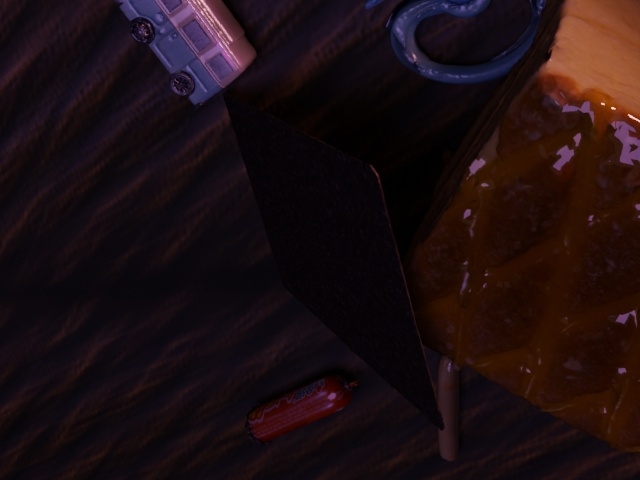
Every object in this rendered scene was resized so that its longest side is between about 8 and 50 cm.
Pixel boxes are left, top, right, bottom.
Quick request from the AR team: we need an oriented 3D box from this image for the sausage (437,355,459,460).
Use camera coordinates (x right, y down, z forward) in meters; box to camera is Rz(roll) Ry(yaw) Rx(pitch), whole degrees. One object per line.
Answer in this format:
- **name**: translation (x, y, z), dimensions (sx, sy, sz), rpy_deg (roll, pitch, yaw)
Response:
- **sausage**: translation (0.131, 0.171, 0.985), dimensions (0.024, 0.024, 0.132), rpy_deg (6, 121, 19)

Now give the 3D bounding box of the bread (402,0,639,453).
- **bread**: translation (0.230, -0.010, 0.709), dimensions (0.279, 0.207, 0.279), rpy_deg (31, 133, -1)

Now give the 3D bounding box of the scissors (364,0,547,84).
- **scissors**: translation (0.208, -0.232, 0.714), dimensions (0.393, 0.032, 0.180), rpy_deg (-12, 114, 27)

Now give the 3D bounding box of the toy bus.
- **toy bus**: translation (-0.117, -0.189, 0.853), dimensions (0.075, 0.060, 0.123), rpy_deg (-29, 107, 28)

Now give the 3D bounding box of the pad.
- **pad**: translation (0.000, 0.000, 0.806), dimensions (0.004, 0.330, 0.220), rpy_deg (-24, 116, -16)

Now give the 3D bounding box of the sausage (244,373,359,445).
- **sausage**: translation (-0.016, 0.177, 1.034), dimensions (0.145, 0.050, 0.048), rpy_deg (-29, 64, 33)
